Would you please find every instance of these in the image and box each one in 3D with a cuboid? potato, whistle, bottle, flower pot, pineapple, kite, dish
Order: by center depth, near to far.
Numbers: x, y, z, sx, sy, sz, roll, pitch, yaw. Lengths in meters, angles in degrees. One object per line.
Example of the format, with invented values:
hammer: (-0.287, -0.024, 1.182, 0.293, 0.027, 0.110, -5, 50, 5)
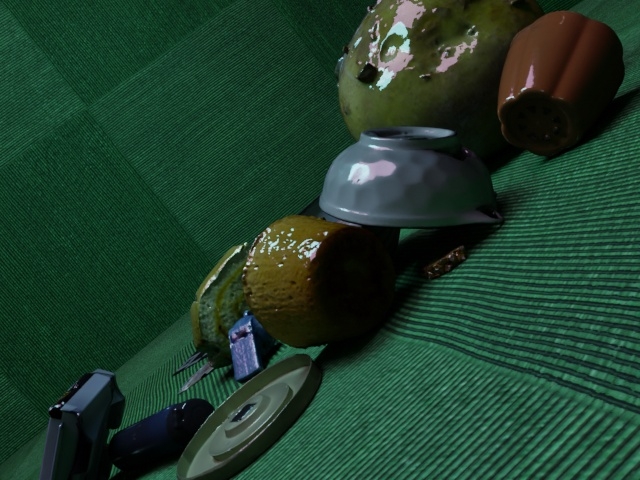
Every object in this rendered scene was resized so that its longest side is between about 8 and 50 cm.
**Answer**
pineapple: (0.167, 0.034, 0.932, 0.045, 0.019, 0.083, -36, 3, -38)
dish: (0.138, -0.107, 1.025, 0.303, 0.120, 0.303, -1, 17, 0)
flower pot: (0.365, -0.236, 1.057, 0.190, 0.190, 0.173, -29, 22, 52)
bottle: (-0.252, 0.311, 1.071, 0.244, 0.082, 0.072, -33, 53, 42)
whistle: (-0.119, 0.190, 1.204, 0.090, 0.090, 0.158, -36, 46, 21)
potato: (0.255, -0.318, 1.330, 0.442, 0.385, 0.319, -44, 21, 14)
kite: (-0.227, 0.267, 1.472, 0.229, 0.016, 0.127, -37, 9, 36)

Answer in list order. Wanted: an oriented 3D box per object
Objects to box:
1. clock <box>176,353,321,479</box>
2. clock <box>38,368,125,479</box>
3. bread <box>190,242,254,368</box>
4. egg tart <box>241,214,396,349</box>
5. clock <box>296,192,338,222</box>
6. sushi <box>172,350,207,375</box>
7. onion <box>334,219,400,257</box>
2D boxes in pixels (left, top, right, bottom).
clock: (-0.097, 0.239, 0.903, 0.235, 0.029, 0.235, -38, 7, 5)
clock: (-0.405, 0.363, 1.130, 0.186, 0.083, 0.253, -84, 8, -80)
bread: (-0.155, 0.125, 1.318, 0.257, 0.186, 0.124, -49, 13, -15)
egg tart: (0.011, 0.053, 0.943, 0.202, 0.202, 0.147, -42, 18, -31)
clock: (0.000, 0.000, 1.469, 0.192, 0.147, 0.071, -45, -4, -42)
sushi: (-0.225, 0.183, 1.789, 0.343, 0.064, 0.359, -33, 8, 38)
onion: (0.047, 0.025, 1.208, 0.247, 0.111, 0.250, -32, 10, 46)
